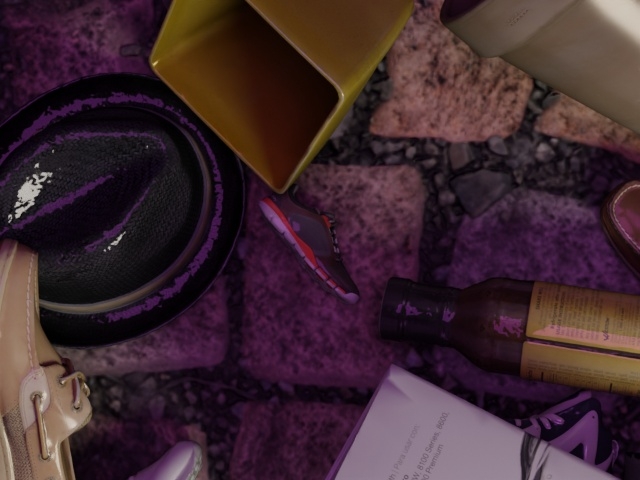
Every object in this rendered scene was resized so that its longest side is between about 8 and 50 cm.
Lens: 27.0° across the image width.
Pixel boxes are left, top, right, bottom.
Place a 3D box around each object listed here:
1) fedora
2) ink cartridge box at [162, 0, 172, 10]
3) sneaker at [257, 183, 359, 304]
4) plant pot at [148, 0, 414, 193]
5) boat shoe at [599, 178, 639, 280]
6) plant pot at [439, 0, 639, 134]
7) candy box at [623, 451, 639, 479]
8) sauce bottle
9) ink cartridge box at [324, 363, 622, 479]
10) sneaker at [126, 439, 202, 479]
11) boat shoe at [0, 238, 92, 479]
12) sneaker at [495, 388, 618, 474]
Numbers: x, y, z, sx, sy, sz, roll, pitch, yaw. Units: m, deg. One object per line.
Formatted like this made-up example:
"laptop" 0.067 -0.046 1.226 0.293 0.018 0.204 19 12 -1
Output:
"fedora" -0.249 -0.040 1.445 0.333 0.152 0.334 0 85 1
"ink cartridge box" -0.103 -0.324 1.494 0.181 0.104 0.062 -24 84 -1
"sneaker" 0.000 0.000 1.484 0.065 0.061 0.158 -39 85 -9
"plant pot" -0.027 -0.218 1.428 0.212 0.212 0.187 45 57 5
"boat shoe" 0.447 0.039 1.435 0.324 0.116 0.123 37 86 9
"plant pot" 0.333 -0.256 1.398 0.280 0.323 0.323 42 86 -11
"candy box" 0.414 0.262 1.377 0.164 0.196 0.070 4 83 1
"sauce bottle" 0.237 0.096 1.431 0.344 0.111 0.112 10 84 12
"ink cartridge box" 0.183 0.320 1.312 0.394 0.285 0.166 27 61 5
"sneaker" -0.219 0.303 1.447 0.094 0.090 0.235 37 85 14
"boat shoe" -0.289 0.163 1.370 0.110 0.122 0.341 0 106 -5
"sneaker" 0.224 0.202 1.429 0.235 0.094 0.153 33 66 -4
